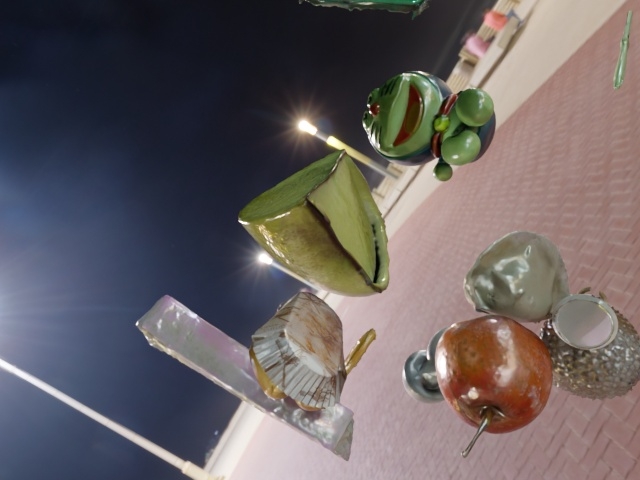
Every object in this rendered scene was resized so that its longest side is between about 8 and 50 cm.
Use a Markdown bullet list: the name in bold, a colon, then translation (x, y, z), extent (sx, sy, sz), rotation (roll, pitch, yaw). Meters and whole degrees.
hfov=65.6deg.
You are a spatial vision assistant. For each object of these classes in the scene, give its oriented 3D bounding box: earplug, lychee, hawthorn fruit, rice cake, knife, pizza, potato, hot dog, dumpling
- **earplug**: translation (0.420, 0.425, 1.671), extent (0.325, 0.175, 0.214), rotation (-38, 51, 18)
- **lychee**: translation (0.771, 0.311, 1.416), extent (0.300, 0.300, 0.300), rotation (-60, -1, -2)
- **hawthorn fruit**: translation (0.365, 0.284, 1.030), extent (0.235, 0.263, 0.231), rotation (-23, -31, 10)
- **rice cake**: translation (-0.105, 0.192, 0.710), extent (0.072, 0.365, 0.056), rotation (-55, -11, -26)
- **knife**: translation (0.673, -0.427, 1.101), extent (0.293, 0.020, 0.043), rotation (-60, -42, -32)
- **pizza**: translation (0.116, 0.342, 1.521), extent (0.178, 0.041, 0.131), rotation (-55, -6, -1)
- **potato**: translation (0.000, 0.000, 1.046), extent (0.213, 0.280, 0.330), rotation (-22, 19, 26)
- **hot dog**: translation (-0.021, 0.135, 0.649), extent (0.069, 0.131, 0.252), rotation (-47, 4, 11)
- **dumpling**: translation (0.460, 0.095, 1.187), extent (0.163, 0.293, 0.204), rotation (148, 128, -67)

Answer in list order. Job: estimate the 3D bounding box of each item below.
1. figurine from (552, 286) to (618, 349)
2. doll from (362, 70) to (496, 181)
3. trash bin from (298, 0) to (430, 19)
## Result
- **figurine**: translation (0.607, 0.160, 1.127), extent (0.154, 0.132, 0.132), rotation (-23, -32, -53)
- **doll**: translation (0.223, -0.244, 1.046), extent (0.186, 0.322, 0.198), rotation (2, -67, -48)
- **trash bin**: translation (0.041, -0.504, 0.745), extent (0.295, 0.259, 0.381), rotation (100, 167, -48)
